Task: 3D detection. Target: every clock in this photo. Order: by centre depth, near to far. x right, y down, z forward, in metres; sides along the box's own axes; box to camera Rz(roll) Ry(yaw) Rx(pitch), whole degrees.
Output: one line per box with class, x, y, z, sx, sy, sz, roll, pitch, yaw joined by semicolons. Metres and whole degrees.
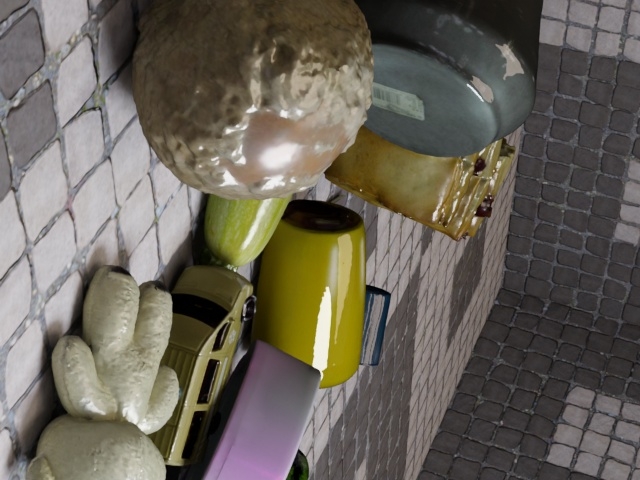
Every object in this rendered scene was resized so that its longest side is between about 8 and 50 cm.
clock;-0.115;0.307;1.809;0.338;0.102;0.338;-64;-175;10

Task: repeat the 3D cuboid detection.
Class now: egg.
egg;-0.072;-0.176;1.432;0.310;0.279;0.279;-63;161;-52

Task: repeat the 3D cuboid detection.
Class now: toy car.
toy car;-0.172;0.157;1.685;0.124;0.101;0.256;7;99;-72

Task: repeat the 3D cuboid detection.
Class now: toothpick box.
toothpick box;-0.014;0.074;2.013;0.175;0.175;0.271;-42;142;-62

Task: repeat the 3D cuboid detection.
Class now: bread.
bread;0.142;-0.186;2.077;0.191;0.314;0.370;-38;147;-51

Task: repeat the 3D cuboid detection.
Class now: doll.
doll;-0.238;0.172;1.490;0.149;0.175;0.278;-18;-122;63

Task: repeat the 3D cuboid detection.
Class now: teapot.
teapot;0.159;-0.338;1.844;0.305;0.376;0.362;77;35;-59

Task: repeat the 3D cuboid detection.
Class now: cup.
cup;0.056;0.149;2.469;0.113;0.150;0.138;8;96;-39

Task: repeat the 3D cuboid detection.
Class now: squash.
squash;-0.085;-0.052;1.729;0.137;0.137;0.287;-12;117;-72

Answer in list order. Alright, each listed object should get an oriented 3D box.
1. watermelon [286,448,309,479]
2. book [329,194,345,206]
watermelon;-0.078;0.367;1.974;0.119;0.063;0.245;-43;-163;21
book;0.000;0.000;2.266;0.182;0.014;0.127;-38;141;-64
